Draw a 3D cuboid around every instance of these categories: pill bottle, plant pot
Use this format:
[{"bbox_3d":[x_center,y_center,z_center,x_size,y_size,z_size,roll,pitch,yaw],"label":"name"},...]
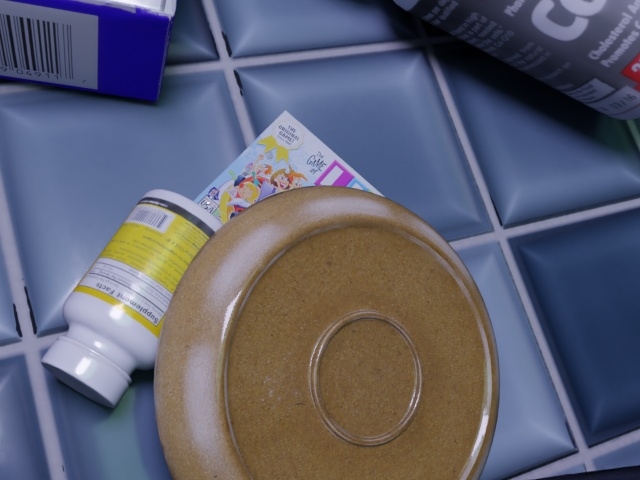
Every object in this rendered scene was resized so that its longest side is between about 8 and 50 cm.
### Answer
[{"bbox_3d":[-0.105,0.033,0.427,0.065,0.065,0.116,33,65,-5],"label":"pill bottle"},{"bbox_3d":[0.149,-0.219,0.550,0.283,0.161,0.161,24,65,-9],"label":"pill bottle"},{"bbox_3d":[0.022,0.080,0.437,0.236,0.032,0.236,5,80,-29],"label":"plant pot"}]

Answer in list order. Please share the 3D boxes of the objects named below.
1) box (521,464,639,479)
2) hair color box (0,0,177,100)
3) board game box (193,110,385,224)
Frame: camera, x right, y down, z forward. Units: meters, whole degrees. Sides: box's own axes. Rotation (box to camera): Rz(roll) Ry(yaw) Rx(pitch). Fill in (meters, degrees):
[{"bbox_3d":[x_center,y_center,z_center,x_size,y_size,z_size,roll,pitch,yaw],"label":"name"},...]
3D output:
[{"bbox_3d":[0.322,0.190,0.328,0.294,0.395,0.211,0,70,-19],"label":"box"},{"bbox_3d":[-0.180,-0.274,0.492,0.185,0.110,0.338,6,67,-15],"label":"hair color box"},{"bbox_3d":[0.000,0.000,0.495,0.154,0.026,0.103,41,63,-1],"label":"board game box"}]
